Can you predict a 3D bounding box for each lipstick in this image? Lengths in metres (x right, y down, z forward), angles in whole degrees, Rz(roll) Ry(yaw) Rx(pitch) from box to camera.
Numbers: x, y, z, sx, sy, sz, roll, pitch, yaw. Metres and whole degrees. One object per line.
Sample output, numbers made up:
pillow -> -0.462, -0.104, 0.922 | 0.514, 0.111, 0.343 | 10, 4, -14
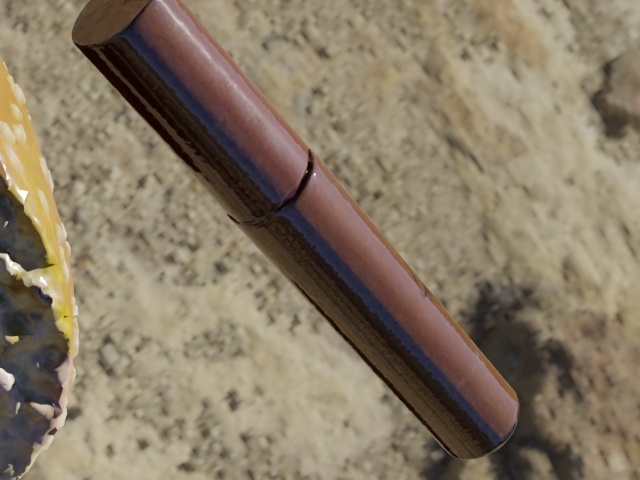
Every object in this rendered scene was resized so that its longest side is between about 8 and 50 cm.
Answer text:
lipstick -> 0.000, 0.000, 0.914 | 0.357, 0.057, 0.057 | 48, 41, -35

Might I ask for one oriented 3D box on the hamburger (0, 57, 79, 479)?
hamburger -> -0.306, -0.062, 0.978 | 0.445, 0.268, 0.287 | 58, 4, -25
